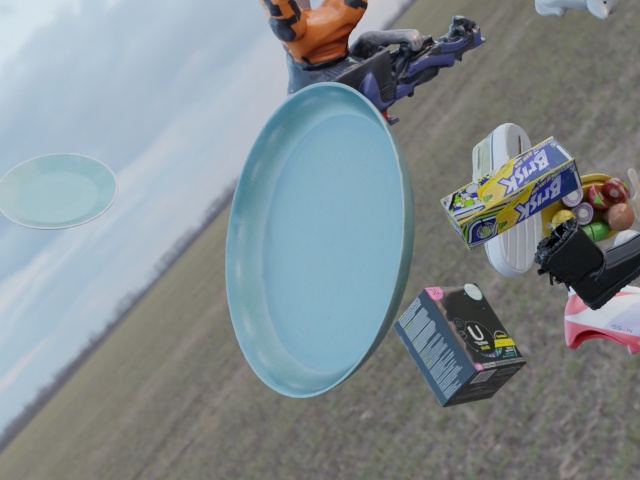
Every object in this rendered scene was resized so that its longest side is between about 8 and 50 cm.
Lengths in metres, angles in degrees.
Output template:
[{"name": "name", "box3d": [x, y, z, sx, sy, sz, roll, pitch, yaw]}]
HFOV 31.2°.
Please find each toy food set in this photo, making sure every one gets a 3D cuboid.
[{"name": "toy food set", "box3d": [0.509, -0.056, 2.089, 0.218, 0.128, 0.071, -14, 9, -9]}]

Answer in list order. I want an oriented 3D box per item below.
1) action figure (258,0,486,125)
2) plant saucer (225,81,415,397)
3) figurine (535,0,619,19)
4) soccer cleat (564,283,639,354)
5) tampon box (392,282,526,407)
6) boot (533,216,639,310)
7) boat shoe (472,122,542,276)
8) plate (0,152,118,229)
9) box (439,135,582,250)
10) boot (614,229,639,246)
[{"name": "action figure", "box3d": [0.038, -0.260, 1.462, 0.341, 0.330, 0.178, -25, 28, -32]}, {"name": "plant saucer", "box3d": [0.000, 0.000, 1.159, 0.318, 0.044, 0.317, -14, 73, 55]}, {"name": "figurine", "box3d": [0.482, -0.491, 2.019, 0.209, 0.092, 0.214, -144, 68, -65]}, {"name": "soccer cleat", "box3d": [0.540, 0.132, 1.798, 0.108, 0.318, 0.116, 39, -120, -57]}, {"name": "tampon box", "box3d": [0.216, 0.160, 1.783, 0.120, 0.161, 0.101, -4, -37, -41]}, {"name": "boot", "box3d": [0.300, 0.011, 1.248, 0.121, 0.099, 0.045, -46, 20, 13]}, {"name": "boat shoe", "box3d": [0.316, -0.062, 1.984, 0.094, 0.109, 0.302, -32, 40, 45]}, {"name": "plate", "box3d": [-0.410, -0.071, 1.785, 0.188, 0.188, 0.024, -51, -25, -42]}, {"name": "box", "box3d": [0.243, -0.060, 1.455, 0.169, 0.054, 0.059, -30, 42, -1]}, {"name": "boot", "box3d": [0.625, 0.039, 2.033, 0.123, 0.258, 0.095, 11, 75, 46]}]
